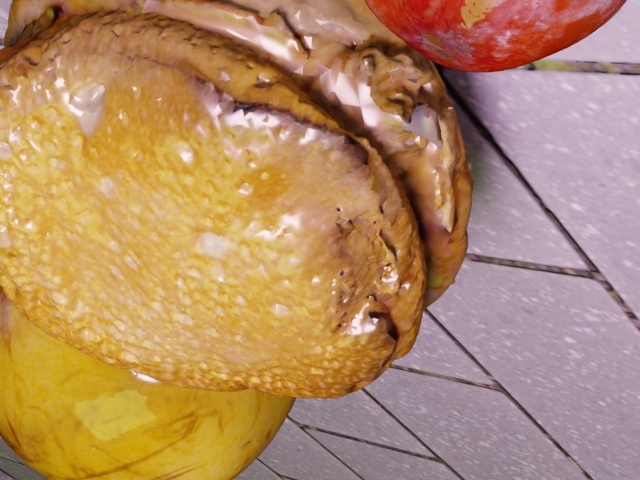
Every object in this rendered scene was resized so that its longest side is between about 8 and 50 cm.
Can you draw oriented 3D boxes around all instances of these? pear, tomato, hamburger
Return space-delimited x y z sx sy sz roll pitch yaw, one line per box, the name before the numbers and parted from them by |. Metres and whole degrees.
pear | -0.144 0.084 1.290 0.280 0.281 0.281 24 161 9
tomato | 0.067 -0.130 0.711 0.139 0.091 0.159 8 152 39
hamburger | -0.058 -0.040 0.930 0.314 0.170 0.290 2 137 25
